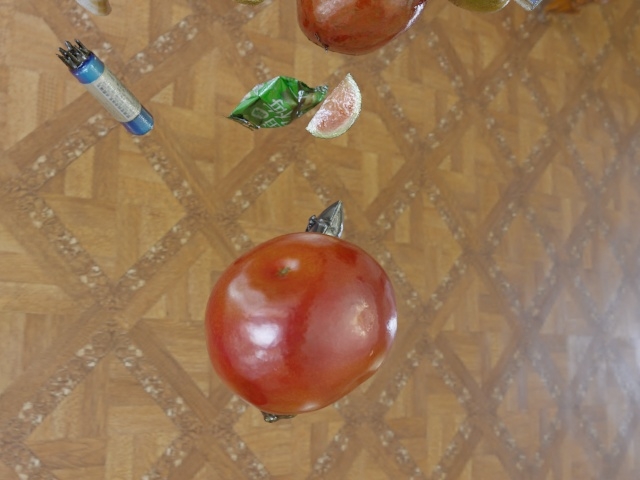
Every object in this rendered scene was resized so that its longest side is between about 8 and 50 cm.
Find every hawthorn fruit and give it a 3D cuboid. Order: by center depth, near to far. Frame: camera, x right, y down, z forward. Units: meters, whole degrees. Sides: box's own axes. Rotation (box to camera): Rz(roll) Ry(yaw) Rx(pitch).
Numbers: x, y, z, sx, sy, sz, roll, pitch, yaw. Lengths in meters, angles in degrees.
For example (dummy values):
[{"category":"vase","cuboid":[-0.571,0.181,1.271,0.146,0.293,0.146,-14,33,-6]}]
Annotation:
[{"category":"hawthorn fruit","cuboid":[0.068,-0.346,1.086,0.185,0.202,0.185,-5,97,-49]}]

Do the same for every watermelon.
[{"category":"watermelon","cuboid":[0.051,-0.293,1.833,0.087,0.163,0.069,42,11,12]}]

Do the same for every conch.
[{"category":"conch","cuboid":[-0.359,-0.430,1.291,0.094,0.176,0.104,31,81,-35]}]

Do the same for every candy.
[{"category":"candy","cuboid":[-0.090,-0.284,1.628,0.141,0.203,0.078,30,42,-59]}]

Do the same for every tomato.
[{"category":"tomato","cuboid":[-0.021,0.074,0.778,0.195,0.195,0.136,-56,143,-33]}]

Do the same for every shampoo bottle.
[{"category":"shampoo bottle","cuboid":[-0.349,-0.249,1.288,0.050,0.087,0.183,-45,129,-5]}]

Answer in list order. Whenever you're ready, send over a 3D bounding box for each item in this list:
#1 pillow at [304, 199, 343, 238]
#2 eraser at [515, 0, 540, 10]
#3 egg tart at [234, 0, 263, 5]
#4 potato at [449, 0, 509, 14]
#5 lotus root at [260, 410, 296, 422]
[{"category":"pillow","cuboid":[0.002,0.001,1.203,0.055,0.135,0.091,3,65,-7]},{"category":"eraser","cuboid":[0.326,-0.416,1.272,0.085,0.027,0.063,42,72,7]},{"category":"egg tart","cuboid":[-0.145,-0.484,1.514,0.129,0.049,0.128,6,47,-7]},{"category":"potato","cuboid":[0.238,-0.470,1.039,0.195,0.369,0.176,-3,50,-13]},{"category":"lotus root","cuboid":[-0.051,0.177,1.251,0.097,0.110,0.258,-90,-170,-59]}]
